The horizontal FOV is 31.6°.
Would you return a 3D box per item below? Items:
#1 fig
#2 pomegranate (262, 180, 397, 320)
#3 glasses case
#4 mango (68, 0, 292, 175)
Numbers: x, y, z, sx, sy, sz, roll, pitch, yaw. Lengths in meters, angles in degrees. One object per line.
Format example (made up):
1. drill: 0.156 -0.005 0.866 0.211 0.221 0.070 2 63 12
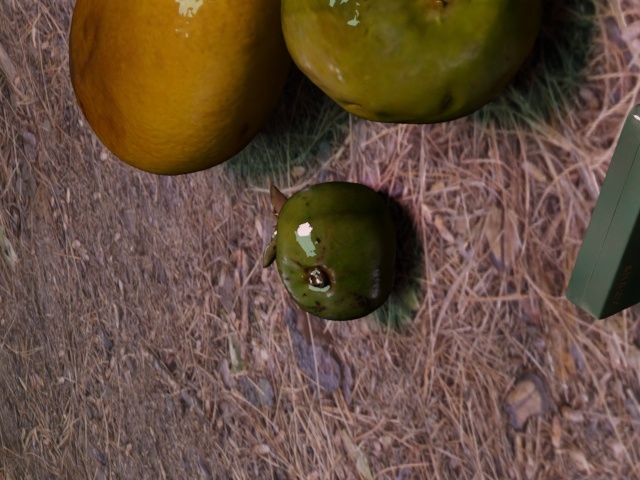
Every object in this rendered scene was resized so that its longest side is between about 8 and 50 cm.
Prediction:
1. fig: 0.085 -0.208 1.021 0.314 0.233 0.233 22 -131 -81
2. pomegranate: 0.000 0.000 1.220 0.191 0.131 0.152 36 132 50
3. glasses case: 0.257 -0.026 0.911 0.039 0.078 0.184 38 130 35
4. mango: -0.138 -0.229 1.210 0.445 0.221 0.301 151 118 -63
